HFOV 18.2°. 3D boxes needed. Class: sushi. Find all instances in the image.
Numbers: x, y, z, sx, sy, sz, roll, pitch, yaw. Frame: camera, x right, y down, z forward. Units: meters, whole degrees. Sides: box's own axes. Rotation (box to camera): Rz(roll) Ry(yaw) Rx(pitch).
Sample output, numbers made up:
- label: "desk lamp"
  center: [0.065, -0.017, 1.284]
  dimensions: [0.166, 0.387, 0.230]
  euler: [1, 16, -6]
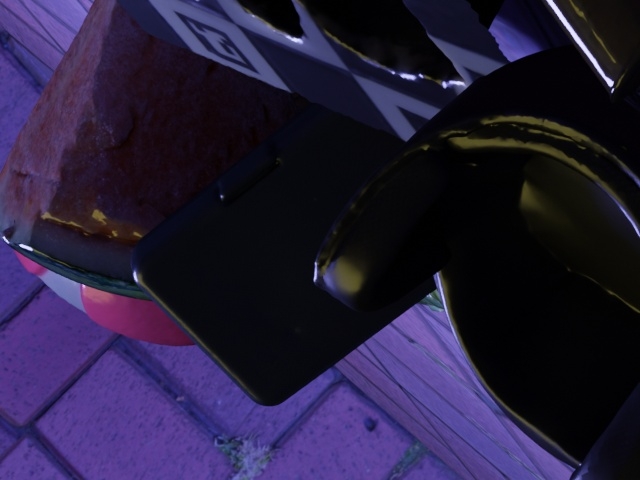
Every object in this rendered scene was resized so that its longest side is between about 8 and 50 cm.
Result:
- label: "sushi"
  center: [-0.017, -0.175, 0.993]
  dimensions: [0.373, 0.100, 0.296]
  euler: [25, 166, 39]

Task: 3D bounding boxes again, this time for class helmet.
- label: "helmet"
  center: [0.118, 0.016, 0.829]
  dimensions: [0.189, 0.193, 0.216]
  euler: [42, 158, 22]

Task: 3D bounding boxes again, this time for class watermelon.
- label: "watermelon"
  center: [-0.128, -0.073, 1.536]
  dimensions: [0.250, 0.283, 0.292]
  euler: [-32, 64, 58]

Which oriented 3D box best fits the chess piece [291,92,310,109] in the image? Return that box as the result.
- label: "chess piece"
  center: [0.025, -0.069, 1.519]
  dimensions: [0.060, 0.060, 0.172]
  euler: [49, 172, -35]

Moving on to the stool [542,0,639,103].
- label: "stool"
  center: [0.061, -0.129, 0.431]
  dimensions: [0.139, 0.153, 0.228]
  euler: [43, 174, 12]

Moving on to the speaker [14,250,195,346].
- label: "speaker"
  center: [-0.162, -0.031, 1.999]
  dimensions: [0.294, 0.294, 0.294]
  euler: [44, 174, 6]

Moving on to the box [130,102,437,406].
- label: "box"
  center: [0.000, 0.000, 1.366]
  dimensions: [0.160, 0.230, 0.050]
  euler: [47, -162, -19]

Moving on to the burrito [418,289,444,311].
- label: "burrito"
  center: [0.090, 0.017, 1.686]
  dimensions: [0.104, 0.054, 0.288]
  euler: [47, 175, -8]
